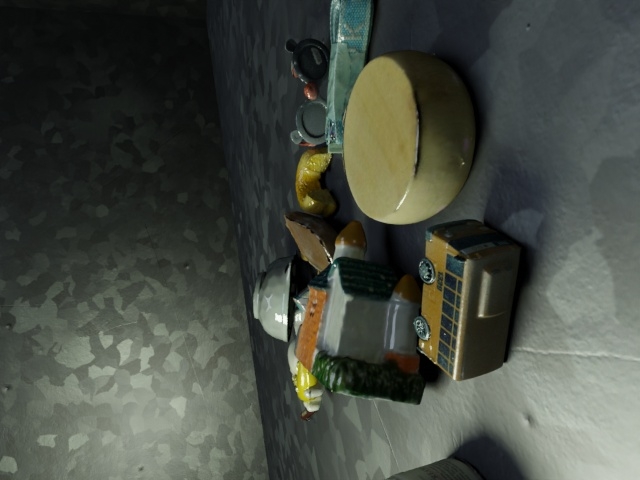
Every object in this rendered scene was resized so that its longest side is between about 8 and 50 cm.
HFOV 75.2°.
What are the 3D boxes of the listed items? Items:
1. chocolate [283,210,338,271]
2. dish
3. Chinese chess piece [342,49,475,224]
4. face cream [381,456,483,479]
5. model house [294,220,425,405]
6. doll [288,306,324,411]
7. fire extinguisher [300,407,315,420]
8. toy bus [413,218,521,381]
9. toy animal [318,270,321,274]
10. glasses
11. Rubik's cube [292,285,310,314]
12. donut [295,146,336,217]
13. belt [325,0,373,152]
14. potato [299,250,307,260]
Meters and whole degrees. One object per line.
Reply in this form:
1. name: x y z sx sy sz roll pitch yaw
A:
1. chocolate: 0.001 0.000 1.031 0.261 0.083 0.161 36 153 61
2. dish: -0.143 0.175 1.320 0.303 0.119 0.304 4 -90 -89
3. Chinese chess piece: 0.121 -0.150 0.626 0.250 0.097 0.251 174 90 -70
4. face cream: 0.165 0.431 0.609 0.177 0.152 0.178 173 90 -69
5. model house: 0.082 0.117 0.773 0.271 0.190 0.302 173 106 -75
6. doll: -0.039 0.358 1.226 0.252 0.110 0.238 -101 4 -55
7. fire extinguisher: -0.044 0.590 1.441 0.173 0.035 0.049 117 139 -53
8. toy bus: 0.184 0.074 0.526 0.103 0.091 0.182 -140 45 -61
9. toy animal: 0.005 0.141 1.085 0.070 0.083 0.160 69 -168 -64
10. glasses: -0.057 -0.349 1.041 0.268 0.117 0.235 -160 63 -69
11. Rubik's cube: -0.029 0.177 1.207 0.073 0.084 0.075 59 180 -10
12. donut: -0.017 -0.146 1.059 0.146 0.078 0.182 174 91 -68
13. belt: 0.051 -0.319 0.804 0.087 0.072 0.303 -127 35 -60
14. potato: -0.041 0.023 1.231 0.051 0.040 0.084 -112 25 -50
